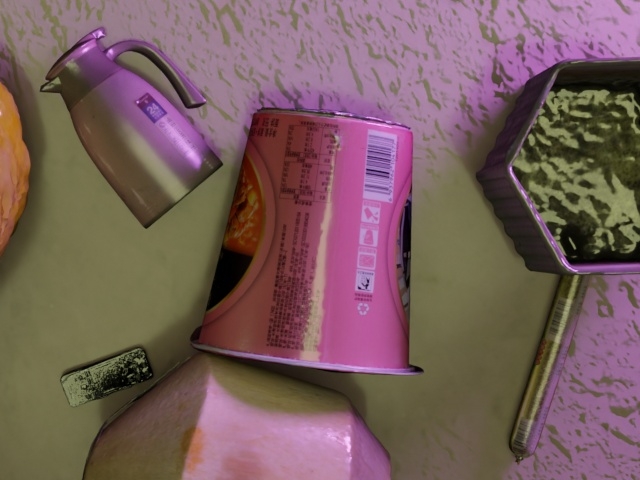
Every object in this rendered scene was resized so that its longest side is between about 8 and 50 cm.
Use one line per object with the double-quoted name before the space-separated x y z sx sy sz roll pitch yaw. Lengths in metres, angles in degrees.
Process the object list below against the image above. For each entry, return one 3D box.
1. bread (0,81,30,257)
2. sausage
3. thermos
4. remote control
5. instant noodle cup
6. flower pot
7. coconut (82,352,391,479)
"bread" -0.448 -0.014 1.652 0.348 0.308 0.348 -4 128 -5
"sausage" 0.251 0.115 1.883 0.033 0.033 0.269 16 97 -6
"thermos" -0.188 -0.127 1.792 0.137 0.105 0.193 -41 93 -23
"remote control" -0.227 0.145 1.865 0.096 0.014 0.039 -20 100 -2
"instant noodle cup" 0.000 0.000 1.768 0.244 0.244 0.255 6 90 -5
"flower pot" 0.284 -0.072 1.763 0.209 0.189 0.239 28 89 -3
"coconut" -0.094 0.271 1.759 0.323 0.323 0.323 -1 99 -4
